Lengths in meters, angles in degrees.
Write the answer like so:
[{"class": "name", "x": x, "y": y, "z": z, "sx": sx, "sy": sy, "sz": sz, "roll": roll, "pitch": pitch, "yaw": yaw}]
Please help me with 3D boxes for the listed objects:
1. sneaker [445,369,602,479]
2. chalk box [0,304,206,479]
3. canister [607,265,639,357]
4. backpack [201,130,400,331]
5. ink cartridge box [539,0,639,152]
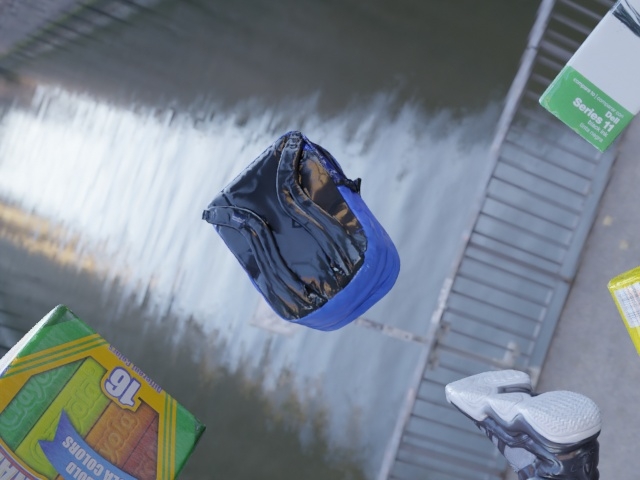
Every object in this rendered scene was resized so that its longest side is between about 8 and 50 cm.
[{"class": "sneaker", "x": 0.241, "y": 0.249, "z": 1.288, "sx": 0.268, "sy": 0.101, "sz": 0.153, "roll": 9, "pitch": 110, "yaw": 66}, {"class": "chalk box", "x": -0.191, "y": 0.169, "z": 0.652, "sx": 0.132, "sy": 0.132, "sz": 0.213, "roll": -39, "pitch": 14, "yaw": 36}, {"class": "canister", "x": 0.361, "y": 0.095, "z": 1.011, "sx": 0.126, "sy": 0.170, "sz": 0.073, "roll": -24, "pitch": -1, "yaw": 12}, {"class": "backpack", "x": 0.000, "y": 0.000, "z": 0.737, "sx": 0.098, "sy": 0.101, "sz": 0.120, "roll": -45, "pitch": 57, "yaw": 15}, {"class": "ink cartridge box", "x": 0.326, "y": -0.204, "z": 1.064, "sx": 0.208, "sy": 0.087, "sz": 0.153, "roll": -53, "pitch": -8, "yaw": 27}]
